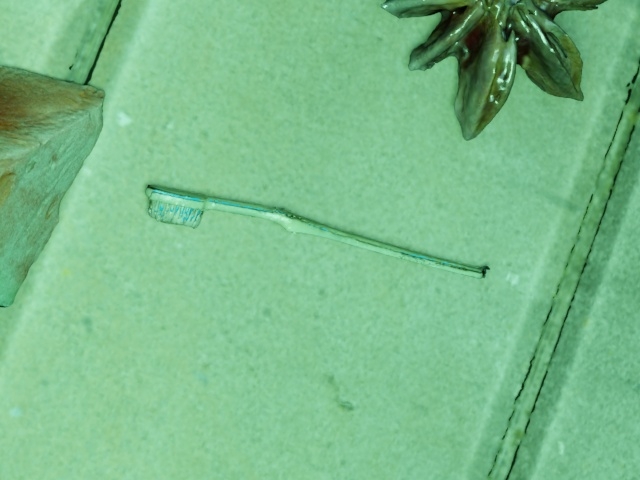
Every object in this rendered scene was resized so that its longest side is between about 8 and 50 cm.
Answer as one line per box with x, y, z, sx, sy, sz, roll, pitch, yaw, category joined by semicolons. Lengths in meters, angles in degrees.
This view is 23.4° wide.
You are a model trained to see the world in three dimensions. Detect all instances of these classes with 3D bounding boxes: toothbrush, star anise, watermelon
0.002;-0.005;1.225;0.294;0.026;0.028;10;104;-18;toothbrush
0.139;-0.205;1.246;0.236;0.093;0.229;34;84;-11;star anise
-0.263;-0.064;1.129;0.202;0.136;0.207;-11;61;-55;watermelon
